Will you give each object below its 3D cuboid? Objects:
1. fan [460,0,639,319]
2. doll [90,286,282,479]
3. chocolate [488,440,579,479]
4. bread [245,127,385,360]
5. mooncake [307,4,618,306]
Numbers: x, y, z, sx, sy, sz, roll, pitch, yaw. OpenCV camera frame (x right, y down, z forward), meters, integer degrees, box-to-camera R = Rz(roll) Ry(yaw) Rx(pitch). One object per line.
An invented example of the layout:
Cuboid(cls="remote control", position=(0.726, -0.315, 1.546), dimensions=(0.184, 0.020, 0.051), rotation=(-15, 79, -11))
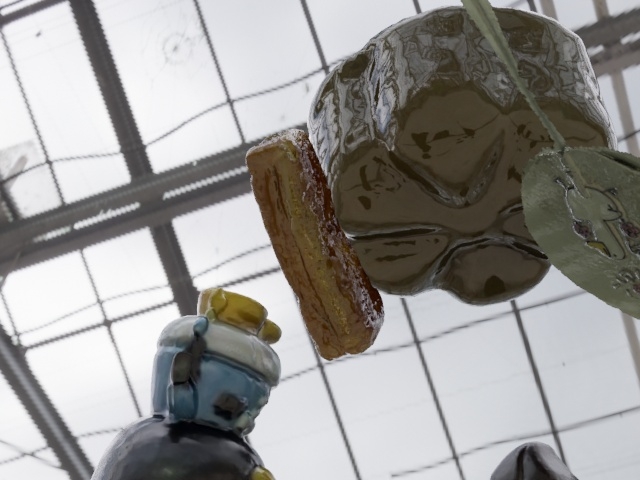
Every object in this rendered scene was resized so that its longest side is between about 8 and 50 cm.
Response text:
Cuboid(cls="fan", position=(0.242, -0.065, 0.998), dimensions=(0.415, 0.012, 0.233), rotation=(52, -28, -16))
Cuboid(cls="doll", position=(-0.102, 0.194, 0.762), dimensions=(0.141, 0.314, 0.177), rotation=(11, -20, 17))
Cuboid(cls="chocolate", position=(0.334, 0.376, 1.630), dimensions=(0.148, 0.125, 0.080), rotation=(5, -16, 45))
Cuboid(cls="bread", position=(-0.001, 0.001, 1.224), dimensions=(0.077, 0.139, 0.271), rotation=(-19, -81, 18))
Cuboid(cls="mooncake", position=(0.213, -0.110, 1.541), dimensions=(0.467, 0.262, 0.467), rotation=(-1, -35, -1))
